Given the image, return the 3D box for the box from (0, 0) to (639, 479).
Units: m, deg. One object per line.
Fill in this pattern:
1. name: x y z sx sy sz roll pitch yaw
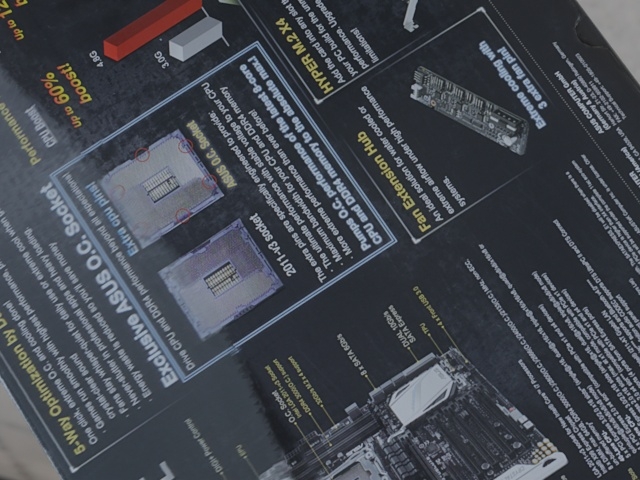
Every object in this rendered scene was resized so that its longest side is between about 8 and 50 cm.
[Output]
1. box: 0.000 0.000 0.687 0.307 0.242 0.076 55 175 14
